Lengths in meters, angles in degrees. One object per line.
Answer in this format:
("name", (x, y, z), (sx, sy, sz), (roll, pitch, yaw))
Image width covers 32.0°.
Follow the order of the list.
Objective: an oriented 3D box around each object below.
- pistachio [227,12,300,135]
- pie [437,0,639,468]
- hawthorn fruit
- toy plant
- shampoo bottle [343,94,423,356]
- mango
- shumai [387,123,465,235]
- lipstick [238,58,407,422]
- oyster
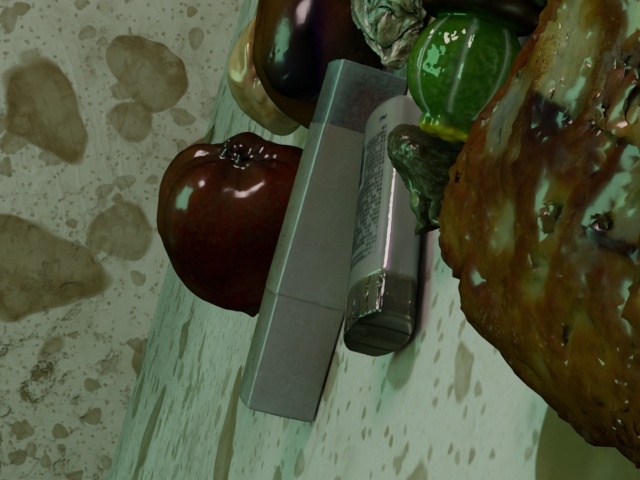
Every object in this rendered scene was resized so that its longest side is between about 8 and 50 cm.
("pistachio", (-0.034, -0.249, 1.501), (0.157, 0.157, 0.230), (-56, 10, 56))
("pie", (0.156, -0.042, 0.519), (0.308, 0.085, 0.308), (-166, 90, -73))
("hawthorn fruit", (-0.089, -0.001, 1.355), (0.208, 0.208, 0.248), (-103, 6, -65))
("toy plant", (0.113, -0.153, 0.828), (0.093, 0.092, 0.163), (-154, 79, -77))
("shampoo bottle", (0.059, -0.016, 0.982), (0.086, 0.055, 0.228), (122, 159, -55))
("mango", (0.002, -0.260, 1.306), (0.201, 0.152, 0.287), (122, 158, -45))
("shumai", (0.084, -0.045, 0.884), (0.083, 0.082, 0.081), (-41, -29, -68))
("lipstick", (0.000, 0.000, 1.177), (0.076, 0.079, 0.372), (-154, 79, -76))
("oyster", (0.087, -0.271, 1.172), (0.177, 0.064, 0.125), (-63, 28, 5))
